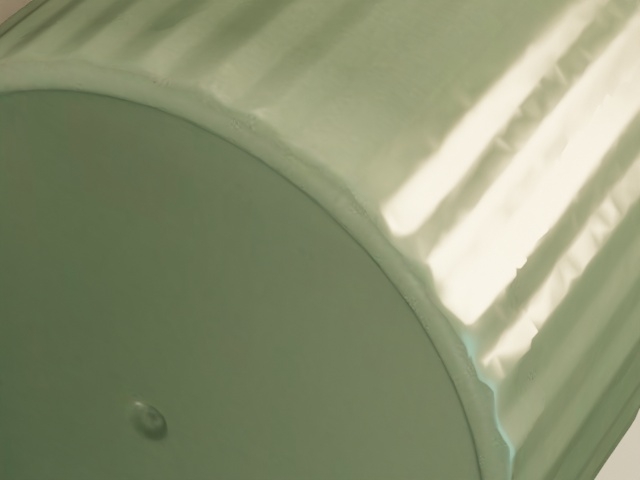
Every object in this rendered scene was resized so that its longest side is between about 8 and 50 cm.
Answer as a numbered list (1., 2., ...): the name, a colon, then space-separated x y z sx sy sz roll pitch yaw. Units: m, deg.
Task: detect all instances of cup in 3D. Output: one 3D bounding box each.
1. cup: 0.022 0.006 0.628 0.392 0.310 0.401 -46 149 -50
